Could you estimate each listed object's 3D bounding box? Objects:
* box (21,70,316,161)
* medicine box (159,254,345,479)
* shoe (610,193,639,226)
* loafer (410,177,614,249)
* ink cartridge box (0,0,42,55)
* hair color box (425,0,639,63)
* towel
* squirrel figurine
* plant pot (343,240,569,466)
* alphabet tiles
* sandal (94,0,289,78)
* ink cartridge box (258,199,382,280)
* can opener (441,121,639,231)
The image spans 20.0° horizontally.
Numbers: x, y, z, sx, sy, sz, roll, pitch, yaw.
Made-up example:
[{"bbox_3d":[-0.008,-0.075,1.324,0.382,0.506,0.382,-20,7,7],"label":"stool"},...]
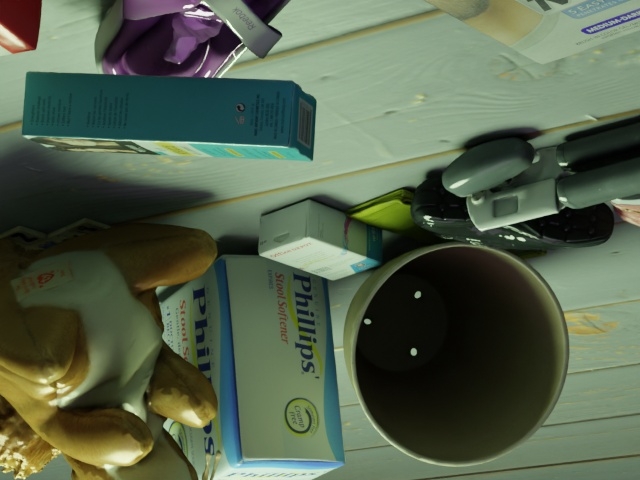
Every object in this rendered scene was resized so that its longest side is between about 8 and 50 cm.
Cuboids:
[{"bbox_3d":[-0.133,-0.109,1.614,0.244,0.060,0.100,3,176,12],"label":"box"},{"bbox_3d":[-0.100,0.182,2.299,0.149,0.263,0.289,2,161,-24],"label":"medicine box"},{"bbox_3d":[0.395,-0.050,1.946,0.178,0.063,0.081,1,162,17],"label":"shoe"},{"bbox_3d":[0.211,-0.028,2.008,0.223,0.076,0.078,6,165,2],"label":"loafer"},{"bbox_3d":[-0.331,-0.212,1.549,0.231,0.078,0.134,-8,158,23],"label":"ink cartridge box"},{"bbox_3d":[0.134,-0.254,1.358,0.185,0.110,0.339,-16,151,42],"label":"hair color box"},{"bbox_3d":[0.150,-0.009,2.131,0.237,0.021,0.102,18,153,-36],"label":"towel"},{"bbox_3d":[-0.292,0.193,2.174,0.397,0.281,0.370,8,127,36],"label":"squirrel figurine"},{"bbox_3d":[0.129,0.114,2.172,0.256,0.256,0.274,7,-176,-13],"label":"plant pot"},{"bbox_3d":[-0.314,0.019,2.266,0.198,0.009,0.237,19,153,-38],"label":"alphabet tiles"},{"bbox_3d":[-0.100,-0.191,1.543,0.169,0.102,0.416,6,161,-10],"label":"sandal"},{"bbox_3d":[0.000,0.000,2.124,0.122,0.052,0.088,18,154,-40],"label":"ink cartridge box"},{"bbox_3d":[0.257,-0.077,1.864,0.283,0.076,0.095,-15,154,36],"label":"can opener"}]
